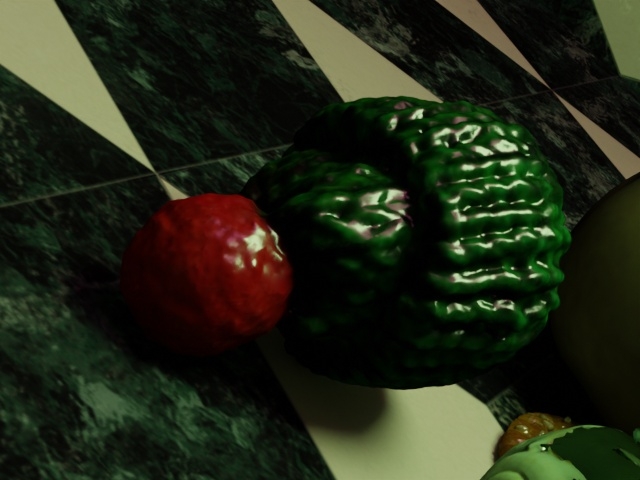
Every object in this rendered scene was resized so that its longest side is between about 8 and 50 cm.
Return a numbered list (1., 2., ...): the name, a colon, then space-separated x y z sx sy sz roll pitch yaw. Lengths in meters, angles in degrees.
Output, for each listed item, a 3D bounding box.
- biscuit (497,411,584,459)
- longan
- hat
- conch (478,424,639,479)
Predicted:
1. biscuit: 0.277 0.265 1.452 0.305 0.038 0.305 35 22 -16
2. longan: 0.380 0.067 1.609 0.361 0.361 0.361 34 22 -16
3. hat: 0.000 0.000 1.259 0.332 0.274 0.242 -2 75 -30
4. conch: 0.216 0.217 1.251 0.250 0.137 0.143 5 72 -25
